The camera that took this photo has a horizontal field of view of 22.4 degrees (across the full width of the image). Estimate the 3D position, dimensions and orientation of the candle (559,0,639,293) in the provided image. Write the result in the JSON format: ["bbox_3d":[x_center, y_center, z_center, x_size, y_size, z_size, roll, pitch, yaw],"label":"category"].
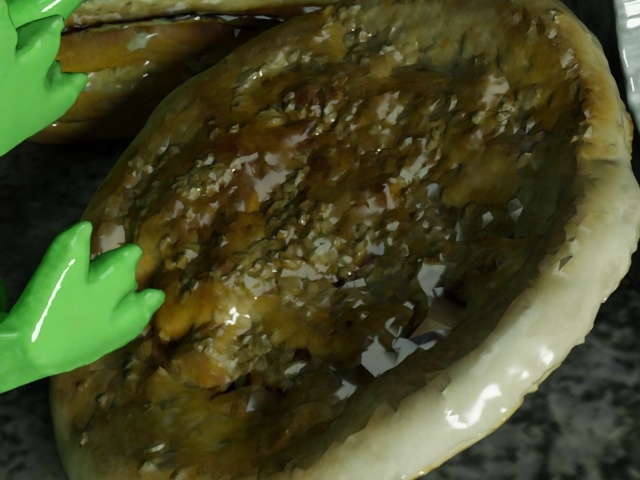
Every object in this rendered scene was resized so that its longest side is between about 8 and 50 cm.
[{"bbox_3d":[0.146,-0.071,0.705,0.068,0.192,0.168,-11,-2,-2],"label":"candle"}]

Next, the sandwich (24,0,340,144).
[{"bbox_3d":[-0.035,-0.165,0.866,0.301,0.099,0.271,-1,49,7],"label":"sandwich"}]

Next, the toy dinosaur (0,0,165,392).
[{"bbox_3d":[-0.263,-0.019,0.679,0.500,0.144,0.374,-43,45,-11],"label":"toy dinosaur"}]

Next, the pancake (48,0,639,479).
[{"bbox_3d":[0.001,0.000,0.644,0.282,0.049,0.282,-19,44,19],"label":"pancake"}]
